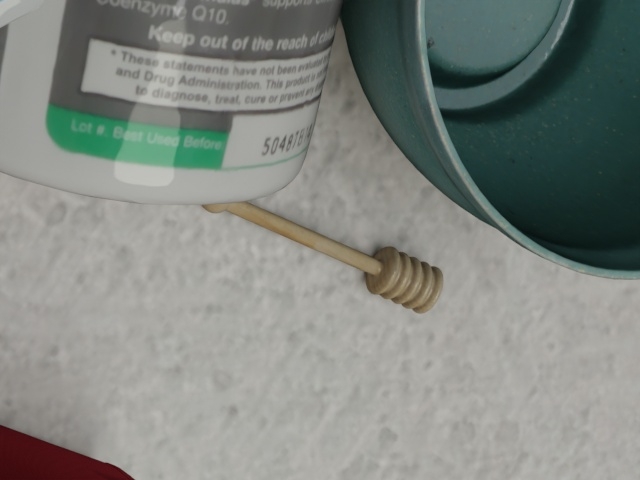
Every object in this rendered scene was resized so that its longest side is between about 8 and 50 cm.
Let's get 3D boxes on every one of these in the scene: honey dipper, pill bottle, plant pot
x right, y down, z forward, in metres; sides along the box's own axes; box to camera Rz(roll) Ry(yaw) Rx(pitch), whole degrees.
[{"bbox_3d":[0.000,0.000,1.112,0.160,0.030,0.030,25,88,-28],"label":"honey dipper"},{"bbox_3d":[-0.068,-0.214,0.886,0.204,0.204,0.361,2,112,-30],"label":"pill bottle"},{"bbox_3d":[0.126,-0.141,1.052,0.293,0.196,0.293,-7,104,-29],"label":"plant pot"}]

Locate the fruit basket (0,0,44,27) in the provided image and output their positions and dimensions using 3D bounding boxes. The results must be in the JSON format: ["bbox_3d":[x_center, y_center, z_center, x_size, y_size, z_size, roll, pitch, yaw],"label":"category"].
[{"bbox_3d":[-0.298,-0.128,0.576,0.353,0.165,0.327,-32,114,-15],"label":"fruit basket"}]

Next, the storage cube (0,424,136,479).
[{"bbox_3d":[-0.189,0.183,0.943,0.193,0.215,0.183,24,90,-25],"label":"storage cube"}]
